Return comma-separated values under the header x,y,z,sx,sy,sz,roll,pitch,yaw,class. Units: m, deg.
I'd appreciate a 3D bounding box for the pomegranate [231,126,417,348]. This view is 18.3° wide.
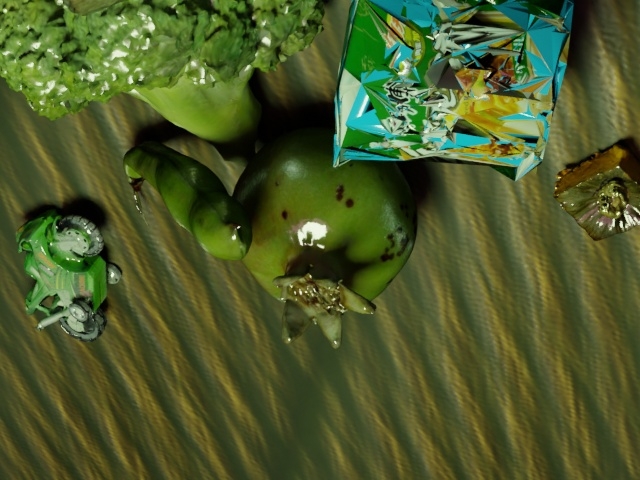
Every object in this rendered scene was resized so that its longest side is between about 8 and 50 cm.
x,y,z,sx,sy,sz,roll,pitch,yaw,class
0.000,0.000,1.842,0.181,0.224,0.181,4,127,5,pomegranate

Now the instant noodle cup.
x,y,z,sx,sy,sz,roll,pitch,yaw,class
0.113,-0.162,1.645,0.178,0.240,0.240,9,136,4,instant noodle cup

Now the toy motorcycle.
x,y,z,sx,sy,sz,roll,pitch,yaw,class
-0.275,0.032,2.106,0.106,0.074,0.190,22,139,14,toy motorcycle

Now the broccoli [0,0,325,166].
x,y,z,sx,sy,sz,roll,pitch,yaw,class
-0.121,-0.199,1.765,0.254,0.186,0.302,-30,160,37,broccoli

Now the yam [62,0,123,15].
x,y,z,sx,sy,sz,roll,pitch,yaw,class
-0.106,-0.304,1.545,0.300,0.195,0.195,-23,131,-9,yam

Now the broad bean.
x,y,z,sx,sy,sz,roll,pitch,yaw,class
-0.127,-0.041,1.876,0.098,0.056,0.318,64,166,-17,broad bean

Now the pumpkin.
x,y,z,sx,sy,sz,roll,pitch,yaw,class
0.265,-0.041,1.815,0.083,0.054,0.074,-27,123,34,pumpkin
